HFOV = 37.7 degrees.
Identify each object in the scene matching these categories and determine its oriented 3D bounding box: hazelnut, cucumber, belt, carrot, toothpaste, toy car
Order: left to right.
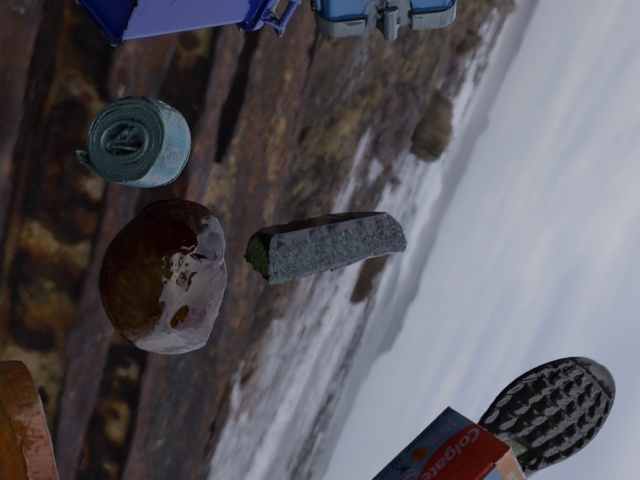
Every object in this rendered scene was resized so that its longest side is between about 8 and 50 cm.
[{"bbox_3d":[-0.471,0.321,1.457,0.100,0.307,0.258,-14,128,-32],"label":"carrot"},{"bbox_3d":[-0.279,-0.150,1.439,0.082,0.163,0.148,13,109,-58],"label":"belt"},{"bbox_3d":[-0.194,0.046,1.208,0.202,0.170,0.160,-56,167,9],"label":"hazelnut"},{"bbox_3d":[0.000,0.000,0.922,0.220,0.070,0.046,-11,108,-50],"label":"cucumber"},{"bbox_3d":[0.036,-0.226,0.652,0.100,0.097,0.191,87,-3,-48],"label":"toy car"},{"bbox_3d":[0.082,0.168,0.432,0.070,0.044,0.193,-40,123,-16],"label":"toothpaste"}]

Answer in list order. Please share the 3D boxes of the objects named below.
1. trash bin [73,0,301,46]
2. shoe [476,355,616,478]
[{"bbox_3d":[-0.138,-0.299,0.999,0.234,0.184,0.162,-29,165,-43],"label":"trash bin"},{"bbox_3d":[0.154,0.165,0.764,0.194,0.074,0.077,-44,172,2],"label":"shoe"}]
